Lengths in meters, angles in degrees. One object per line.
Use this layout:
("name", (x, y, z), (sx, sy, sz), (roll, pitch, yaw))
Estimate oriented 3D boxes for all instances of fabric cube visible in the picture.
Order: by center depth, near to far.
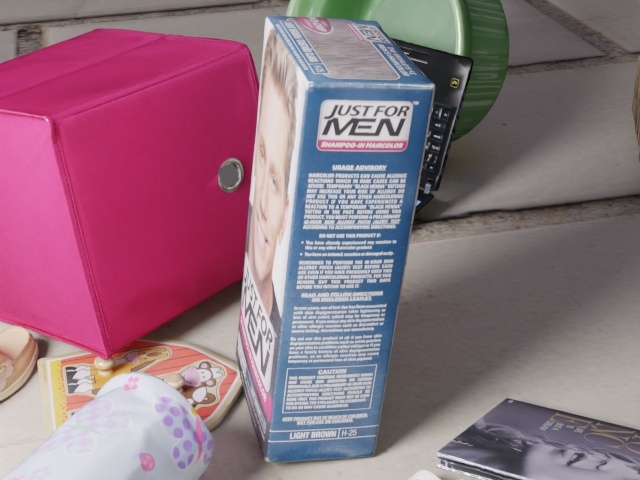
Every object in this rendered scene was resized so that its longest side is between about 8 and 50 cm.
("fabric cube", (-0.231, -0.065, 1.124), (0.259, 0.254, 0.258), (13, 30, 38))

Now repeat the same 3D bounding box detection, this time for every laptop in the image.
("laptop", (0.028, -0.128, 1.316), (0.234, 0.264, 0.137), (23, 14, 37))

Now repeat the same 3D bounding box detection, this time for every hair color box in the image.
("hair color box", (0.000, 0.000, 0.914), (0.105, 0.347, 0.174), (0, 27, -15))

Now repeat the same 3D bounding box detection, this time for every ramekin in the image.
("ramekin", (0.106, -0.259, 1.441), (0.303, 0.303, 0.148), (23, 20, 37))

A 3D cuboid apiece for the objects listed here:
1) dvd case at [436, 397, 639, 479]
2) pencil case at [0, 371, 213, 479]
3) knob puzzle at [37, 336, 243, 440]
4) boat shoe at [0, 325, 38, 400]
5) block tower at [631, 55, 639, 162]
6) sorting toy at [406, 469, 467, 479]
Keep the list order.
("dvd case", (0.227, 0.179, 0.863), (0.221, 0.018, 0.164), (11, 13, 28))
("pencil case", (-0.200, 0.210, 0.798), (0.124, 0.113, 0.273), (-5, 22, 37))
("knob puzzle", (-0.166, 0.138, 1.010), (0.213, 0.030, 0.213), (-1, 28, 1))
("boat shoe", (-0.328, 0.124, 1.012), (0.063, 0.059, 0.170), (8, 30, 18))
("block tower", (0.480, -0.155, 1.441), (0.091, 0.097, 0.335), (3, 30, 11))
("sorting toy", (0.075, 0.211, 0.857), (0.083, 0.044, 0.075), (-11, 23, -15))
